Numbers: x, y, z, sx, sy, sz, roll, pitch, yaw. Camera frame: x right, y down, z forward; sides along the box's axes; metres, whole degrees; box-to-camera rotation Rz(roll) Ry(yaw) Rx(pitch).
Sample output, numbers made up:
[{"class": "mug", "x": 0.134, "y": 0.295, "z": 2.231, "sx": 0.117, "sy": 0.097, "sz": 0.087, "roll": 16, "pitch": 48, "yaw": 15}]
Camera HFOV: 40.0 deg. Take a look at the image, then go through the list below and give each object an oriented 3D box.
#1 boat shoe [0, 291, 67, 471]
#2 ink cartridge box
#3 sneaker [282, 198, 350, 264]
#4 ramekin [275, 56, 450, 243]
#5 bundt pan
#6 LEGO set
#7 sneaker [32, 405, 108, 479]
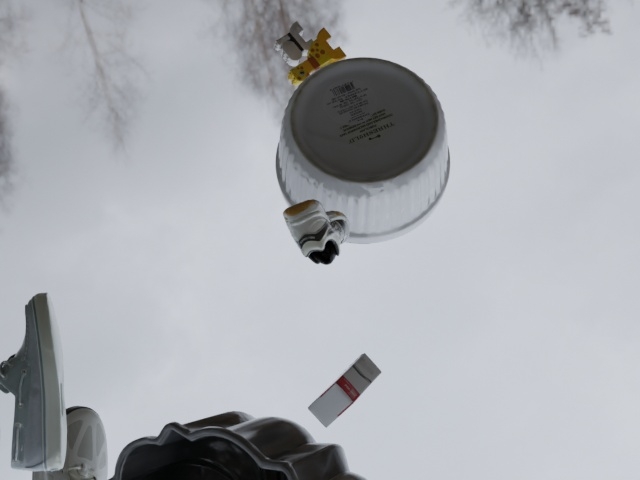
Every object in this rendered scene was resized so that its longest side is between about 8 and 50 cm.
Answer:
[{"class": "boat shoe", "x": -0.370, "y": 0.181, "z": 1.115, "sx": 0.081, "sy": 0.228, "sz": 0.079, "roll": -3, "pitch": 177, "yaw": -10}, {"class": "ink cartridge box", "x": 0.050, "y": 0.295, "z": 1.734, "sx": 0.056, "sy": 0.099, "sz": 0.135, "roll": 46, "pitch": -146, "yaw": 6}, {"class": "sneaker", "x": 0.000, "y": 0.000, "z": 0.563, "sx": 0.031, "sy": 0.037, "sz": 0.083, "roll": -23, "pitch": 166, "yaw": 17}, {"class": "ramekin", "x": 0.048, "y": -0.110, "z": 0.999, "sx": 0.207, "sy": 0.109, "sz": 0.207, "roll": -1, "pitch": -115, "yaw": 2}, {"class": "bundt pan", "x": -0.052, "y": 0.306, "z": 0.812, "sx": 0.330, "sy": 0.331, "sz": 0.124, "roll": 8, "pitch": -165, "yaw": 32}, {"class": "LEGO set", "x": 0.002, "y": -0.240, "z": 1.337, "sx": 0.093, "sy": 0.227, "sz": 0.087, "roll": -36, "pitch": 172, "yaw": -20}, {"class": "sneaker", "x": -0.464, "y": 0.553, "z": 1.768, "sx": 0.169, "sy": 0.448, "sz": 0.257, "roll": 20, "pitch": 155, "yaw": -39}]
